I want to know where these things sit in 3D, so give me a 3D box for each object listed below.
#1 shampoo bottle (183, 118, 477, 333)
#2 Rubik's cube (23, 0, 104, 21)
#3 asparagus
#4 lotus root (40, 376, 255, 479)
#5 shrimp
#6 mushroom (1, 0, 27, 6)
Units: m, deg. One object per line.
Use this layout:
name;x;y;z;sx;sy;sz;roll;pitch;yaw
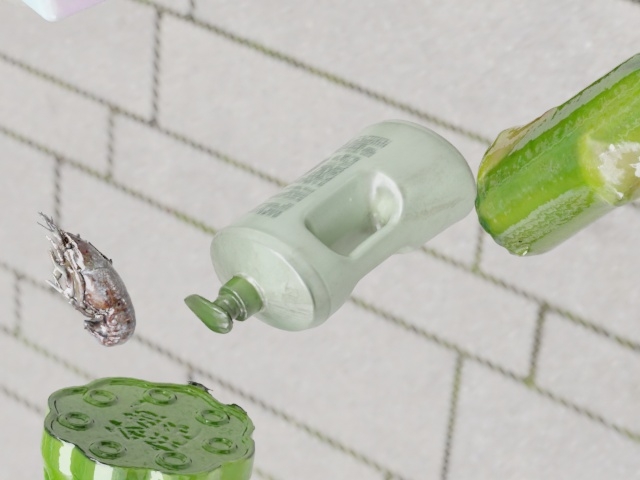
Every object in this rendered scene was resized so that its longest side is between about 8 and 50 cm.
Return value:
shampoo bottle;0.000;0.000;1.413;0.118;0.234;0.087;22;136;40
Rubik's cube;-0.211;-0.434;1.711;0.322;0.318;0.316;40;151;49
asparagus;0.110;-0.044;0.582;0.041;0.045;0.178;43;141;-9
lotus root;-0.149;0.221;1.550;0.186;0.186;0.186;20;123;33
shrimp;-0.242;0.037;1.915;0.065;0.056;0.165;-30;102;29
mushroom;-0.355;-0.358;2.067;0.097;0.088;0.212;15;123;52
